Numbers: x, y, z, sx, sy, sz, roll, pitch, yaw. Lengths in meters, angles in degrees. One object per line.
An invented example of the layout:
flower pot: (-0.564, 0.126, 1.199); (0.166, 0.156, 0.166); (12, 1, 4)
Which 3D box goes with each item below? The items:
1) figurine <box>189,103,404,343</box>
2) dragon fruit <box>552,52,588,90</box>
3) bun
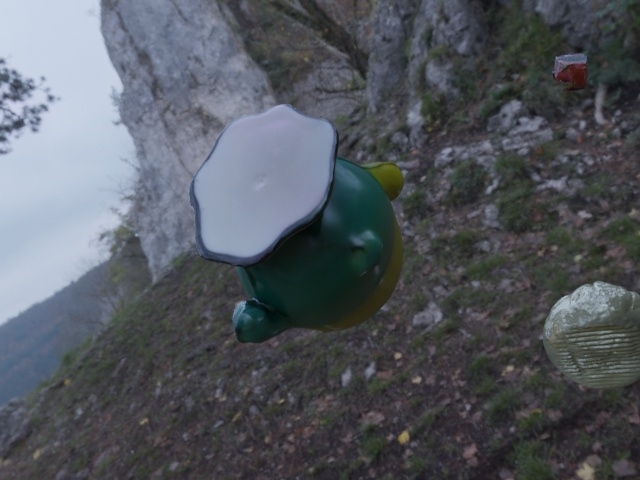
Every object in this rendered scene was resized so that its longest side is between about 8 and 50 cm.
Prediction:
figurine: (0.000, 0.000, 0.762); (0.324, 0.231, 0.340); (-61, -32, -7)
dragon fruit: (0.448, -0.299, 1.040); (0.056, 0.060, 0.083); (-2, 30, 17)
bun: (0.433, 0.142, 0.901); (0.164, 0.188, 0.111); (-15, 31, 34)
